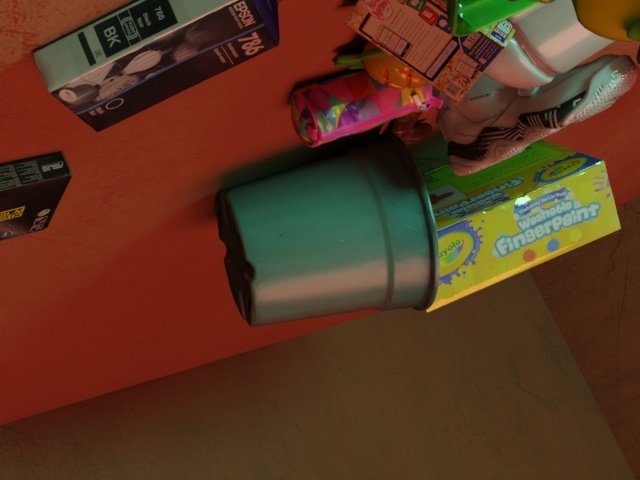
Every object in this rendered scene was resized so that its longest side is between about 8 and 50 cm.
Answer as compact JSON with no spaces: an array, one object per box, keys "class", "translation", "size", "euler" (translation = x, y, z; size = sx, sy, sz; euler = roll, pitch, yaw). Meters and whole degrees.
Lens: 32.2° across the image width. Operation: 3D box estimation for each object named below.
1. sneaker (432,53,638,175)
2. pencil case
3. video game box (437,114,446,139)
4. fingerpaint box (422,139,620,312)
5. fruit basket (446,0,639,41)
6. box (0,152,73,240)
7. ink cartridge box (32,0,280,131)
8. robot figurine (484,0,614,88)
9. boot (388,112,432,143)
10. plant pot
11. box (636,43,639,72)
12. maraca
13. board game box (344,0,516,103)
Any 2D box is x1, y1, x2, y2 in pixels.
[{"class":"sneaker","translation":[0.308,-0.254,1.738],"size":[0.137,0.210,0.366],"euler":[-24,177,-42]},{"class":"pencil case","translation":[0.070,-0.222,1.754],"size":[0.236,0.104,0.104],"euler":[-19,165,-18]},{"class":"video game box","translation":[0.317,-0.274,2.077],"size":[0.187,0.048,0.205],"euler":[-21,165,-4]},{"class":"fingerpaint box","translation":[0.333,-0.048,2.329],"size":[0.444,0.163,0.371],"euler":[-23,-161,-10]},{"class":"fruit basket","translation":[0.325,-0.336,1.240],"size":[0.392,0.392,0.283],"euler":[-24,165,-2]},{"class":"box","translation":[-0.468,-0.049,1.586],"size":[0.190,0.045,0.184],"euler":[-16,166,-33]},{"class":"ink cartridge box","translation":[-0.164,-0.248,1.346],"size":[0.332,0.065,0.165],"euler":[-27,165,4]},{"class":"robot figurine","translation":[0.331,-0.345,1.535],"size":[0.353,0.200,0.300],"euler":[-32,173,27]},{"class":"boot","translation":[0.176,-0.220,2.064],"size":[0.106,0.037,0.114],"euler":[-22,161,-20]},{"class":"plant pot","translation":[0.000,0.000,2.023],"size":[0.334,0.341,0.341],"euler":[-13,163,-14]},{"class":"box","translation":[0.553,-0.369,1.690],"size":[0.073,0.296,0.293],"euler":[13,178,18]},{"class":"maraca","translation":[0.110,-0.274,1.651],"size":[0.185,0.099,0.127],"euler":[-3,177,33]},{"class":"board game box","translation":[0.142,-0.286,1.474],"size":[0.045,0.193,0.147],"euler":[-57,-176,-30]}]
